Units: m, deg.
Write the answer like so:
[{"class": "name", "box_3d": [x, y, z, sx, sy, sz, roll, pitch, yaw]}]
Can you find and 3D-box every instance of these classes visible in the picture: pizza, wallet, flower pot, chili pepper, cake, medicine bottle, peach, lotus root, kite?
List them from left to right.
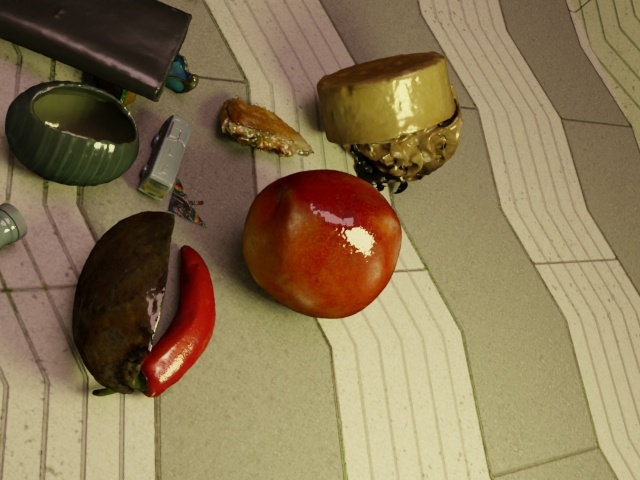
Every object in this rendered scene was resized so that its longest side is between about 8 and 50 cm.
[{"class": "medicine bottle", "box_3d": [-0.579, 0.017, 1.389, 0.090, 0.090, 0.216, 48, 45, -2]}, {"class": "flower pot", "box_3d": [-0.453, -0.194, 1.574, 0.243, 0.157, 0.189, 12, 55, -31]}, {"class": "wallet", "box_3d": [-0.474, -0.437, 1.683, 0.406, 0.062, 0.228, 22, 58, -12]}, {"class": "lotus root", "box_3d": [-0.338, 0.085, 1.444, 0.142, 0.210, 0.314, 14, 37, -14]}, {"class": "chili pepper", "box_3d": [-0.266, 0.164, 1.555, 0.137, 0.092, 0.368, 17, 44, 6]}, {"class": "kite", "box_3d": [-0.275, -0.074, 1.741, 0.090, 0.004, 0.122, -16, 74, -42]}, {"class": "pizza", "box_3d": [-0.134, -0.243, 1.920, 0.226, 0.069, 0.147, 13, 34, -35]}, {"class": "peach", "box_3d": [0.000, 0.000, 1.693, 0.332, 0.307, 0.308, 48, 35, -48]}, {"class": "cake", "box_3d": [0.172, -0.261, 2.032, 0.332, 0.332, 0.321, -36, 118, -45]}]

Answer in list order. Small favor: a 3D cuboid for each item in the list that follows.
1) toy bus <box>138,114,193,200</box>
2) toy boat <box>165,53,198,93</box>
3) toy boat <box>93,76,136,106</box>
[{"class": "toy bus", "box_3d": [-0.311, -0.170, 1.725, 0.064, 0.075, 0.190, 28, 50, -20]}, {"class": "toy boat", "box_3d": [-0.327, -0.397, 1.855, 0.075, 0.077, 0.185, -20, 76, -44]}, {"class": "toy boat", "box_3d": [-0.429, -0.335, 1.728, 0.088, 0.089, 0.230, -7, 68, -55]}]
